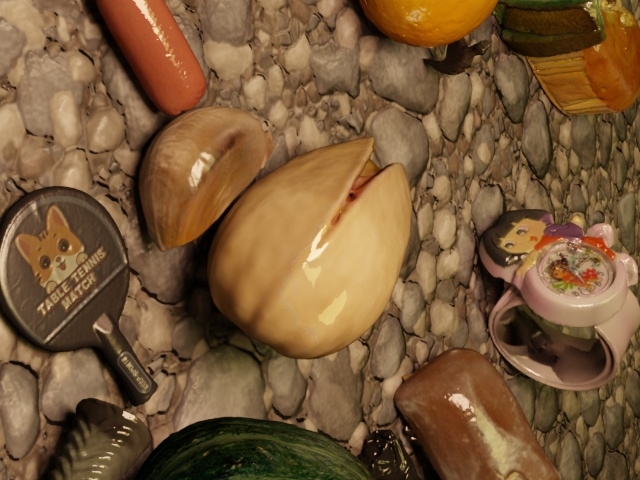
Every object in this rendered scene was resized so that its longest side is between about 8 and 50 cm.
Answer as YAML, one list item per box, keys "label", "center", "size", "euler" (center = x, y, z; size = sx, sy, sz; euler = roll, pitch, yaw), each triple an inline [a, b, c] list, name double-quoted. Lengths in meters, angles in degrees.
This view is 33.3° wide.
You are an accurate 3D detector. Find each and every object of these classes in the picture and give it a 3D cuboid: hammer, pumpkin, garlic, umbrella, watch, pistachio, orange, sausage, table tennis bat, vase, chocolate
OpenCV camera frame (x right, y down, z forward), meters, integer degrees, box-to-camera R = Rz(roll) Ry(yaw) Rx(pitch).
- label: "hammer"
  center: [0.182, -0.369, 1.477]
  size: [0.027, 0.125, 0.297]
  euler: [9, 72, -33]
- label: "pumpkin"
  center: [-0.055, 0.265, 1.005]
  size: [0.264, 0.293, 0.196]
  euler: [1, 84, -8]
- label: "garlic"
  center: [-0.120, -0.084, 1.096]
  size: [0.195, 0.087, 0.101]
  euler: [-52, 140, -43]
- label: "umbrella"
  center: [0.122, 0.335, 1.394]
  size: [0.066, 0.059, 0.235]
  euler: [-49, 125, -19]
- label: "watch"
  center: [0.349, 0.090, 1.592]
  size: [0.196, 0.244, 0.231]
  euler: [-54, 150, -34]
- label: "pistachio"
  center: [0.000, 0.000, 1.150]
  size: [0.193, 0.214, 0.318]
  euler: [35, 47, -1]
- label: "orange"
  center: [0.140, -0.351, 1.334]
  size: [0.219, 0.193, 0.219]
  euler: [-30, 134, -36]
- label: "sausage"
  center: [-0.167, -0.197, 1.054]
  size: [0.062, 0.062, 0.154]
  euler: [-54, 129, -37]
- label: "table tennis bat"
  center: [-0.222, 0.059, 1.007]
  size: [0.150, 0.027, 0.236]
  euler: [-50, 123, -40]
- label: "vase"
  center: [-0.232, 0.256, 0.930]
  size: [0.115, 0.115, 0.237]
  euler: [54, 46, -34]
- label: "chocolate"
  center: [0.221, 0.265, 1.418]
  size: [0.161, 0.083, 0.261]
  euler: [-35, 95, -27]

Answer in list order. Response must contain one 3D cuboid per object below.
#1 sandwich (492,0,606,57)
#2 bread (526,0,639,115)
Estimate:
- label: "sandwich"
  center: [0.361, -0.368, 1.621]
  size: [0.109, 0.185, 0.159]
  euler: [46, 63, -45]
- label: "bread"
  center: [0.443, -0.319, 1.765]
  size: [0.250, 0.133, 0.179]
  euler: [51, 56, -36]
